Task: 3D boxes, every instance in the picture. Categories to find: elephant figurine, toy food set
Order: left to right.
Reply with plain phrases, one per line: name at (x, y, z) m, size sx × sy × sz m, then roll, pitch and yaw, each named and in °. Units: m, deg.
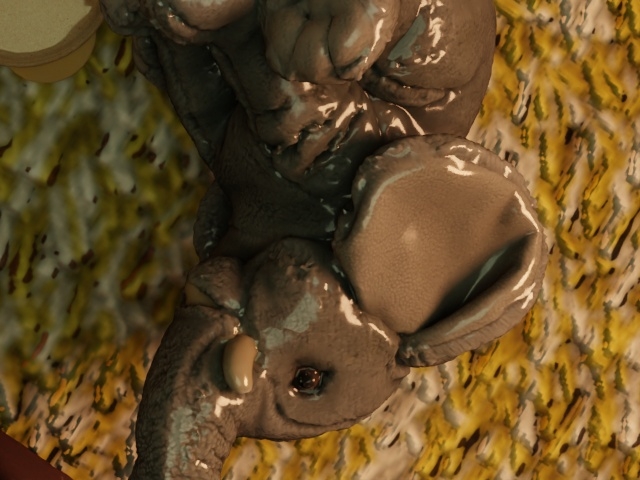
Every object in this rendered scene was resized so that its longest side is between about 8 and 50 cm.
toy food set at (-0.122, -0.112, 0.777) m, size 0.083 × 0.020 × 0.083 m, roll 24°, pitch 96°, yaw -14°
elephant figurine at (0.000, 0.000, 0.756) m, size 0.186 × 0.169 × 0.239 m, roll -8°, pitch 97°, yaw 7°

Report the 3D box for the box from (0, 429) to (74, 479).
box at (-0.174, 0.160, 0.745) m, size 0.203 × 0.168 × 0.167 m, roll 38°, pitch 93°, yaw -16°
